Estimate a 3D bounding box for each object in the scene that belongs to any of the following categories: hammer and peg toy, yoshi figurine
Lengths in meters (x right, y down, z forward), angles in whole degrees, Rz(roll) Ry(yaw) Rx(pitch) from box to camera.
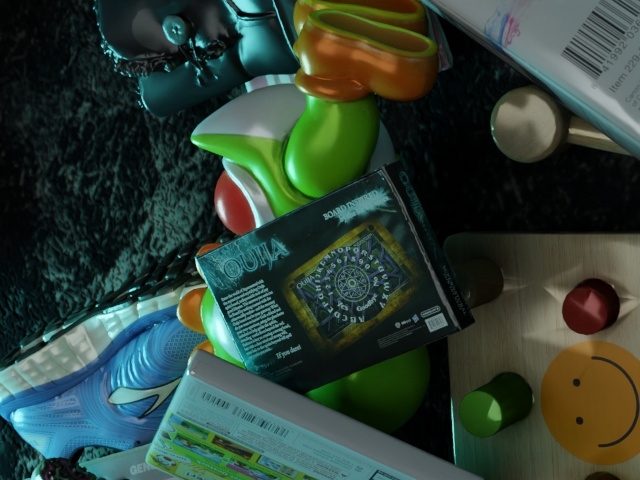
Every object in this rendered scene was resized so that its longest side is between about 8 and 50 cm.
[{"bbox_3d":[0.214,0.065,1.385,0.266,0.127,0.361,1,98,31],"label":"hammer and peg toy"},{"bbox_3d":[0.027,0.003,1.424,0.203,0.203,0.362,33,118,39],"label":"yoshi figurine"}]

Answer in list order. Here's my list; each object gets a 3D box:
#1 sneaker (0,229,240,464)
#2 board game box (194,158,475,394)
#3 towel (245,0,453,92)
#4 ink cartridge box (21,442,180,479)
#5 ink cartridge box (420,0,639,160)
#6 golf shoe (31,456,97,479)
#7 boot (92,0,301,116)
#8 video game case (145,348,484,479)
[{"bbox_3d":[-0.132,0.102,1.616,0.330,0.130,0.147,-28,103,28],"label":"sneaker"},{"bbox_3d":[0.007,0.034,1.327,0.186,0.026,0.126,-24,90,36],"label":"board game box"},{"bbox_3d":[0.008,-0.182,1.532,0.197,0.029,0.144,-15,89,34],"label":"towel"},{"bbox_3d":[-0.121,0.307,1.619,0.309,0.130,0.271,-18,86,31],"label":"ink cartridge box"},{"bbox_3d":[0.205,-0.210,1.316,0.306,0.131,0.226,39,95,22],"label":"ink cartridge box"},{"bbox_3d":[-0.193,0.267,1.544,0.086,0.067,0.186,-43,72,28],"label":"golf shoe"},{"bbox_3d":[-0.104,-0.226,1.503,0.207,0.094,0.246,-10,112,33],"label":"boot"},{"bbox_3d":[-0.011,0.172,1.401,0.227,0.026,0.206,24,152,-3],"label":"video game case"}]
